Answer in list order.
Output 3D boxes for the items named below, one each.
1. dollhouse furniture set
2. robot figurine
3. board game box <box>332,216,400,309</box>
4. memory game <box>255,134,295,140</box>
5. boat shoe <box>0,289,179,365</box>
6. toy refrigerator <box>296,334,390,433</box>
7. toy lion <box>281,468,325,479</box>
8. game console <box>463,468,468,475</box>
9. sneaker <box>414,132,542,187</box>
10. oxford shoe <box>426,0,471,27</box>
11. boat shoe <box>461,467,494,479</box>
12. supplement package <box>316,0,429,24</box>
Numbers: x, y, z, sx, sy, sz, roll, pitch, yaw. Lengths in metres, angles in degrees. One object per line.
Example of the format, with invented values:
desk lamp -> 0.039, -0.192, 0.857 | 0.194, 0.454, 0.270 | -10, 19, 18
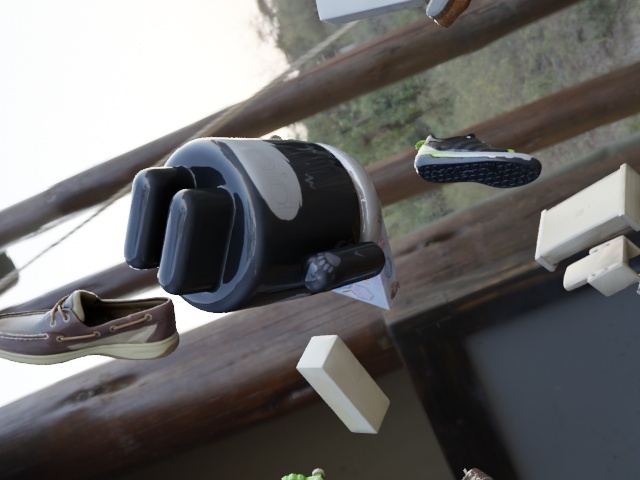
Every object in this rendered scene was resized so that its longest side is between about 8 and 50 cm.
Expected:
dollhouse furniture set -> 0.585, 0.066, 1.311 | 0.303, 0.198, 0.286 | 36, -131, -15
robot figurine -> -0.060, -0.016, 0.722 | 0.278, 0.173, 0.209 | -8, -113, -48
board game box -> 0.000, 0.000, 1.527 | 0.066, 0.318, 0.319 | -59, -29, -27
memory game -> -0.114, -0.165, 1.701 | 0.186, 0.186, 0.012 | 65, 174, -23
boat shoe -> -0.426, 0.140, 1.249 | 0.123, 0.342, 0.123 | -92, 5, -62
toy refrigerator -> 0.059, 0.366, 1.772 | 0.269, 0.094, 0.102 | 53, -133, -28
toy lion -> -0.026, 0.465, 1.282 | 0.034, 0.096, 0.100 | -89, -25, -66
game console -> 0.436, 0.635, 1.798 | 0.107, 0.071, 0.122 | 55, -179, -10
sneaker -> 0.283, -0.160, 1.276 | 0.084, 0.234, 0.097 | 65, -143, -54
oxford shoe -> 0.340, -0.600, 1.659 | 0.076, 0.212, 0.076 | 30, -166, -39
boat shoe -> 0.240, 0.502, 1.241 | 0.073, 0.207, 0.073 | 43, 174, -35
supplement package -> 0.086, -0.445, 1.212 | 0.105, 0.179, 0.105 | -41, -58, -71
